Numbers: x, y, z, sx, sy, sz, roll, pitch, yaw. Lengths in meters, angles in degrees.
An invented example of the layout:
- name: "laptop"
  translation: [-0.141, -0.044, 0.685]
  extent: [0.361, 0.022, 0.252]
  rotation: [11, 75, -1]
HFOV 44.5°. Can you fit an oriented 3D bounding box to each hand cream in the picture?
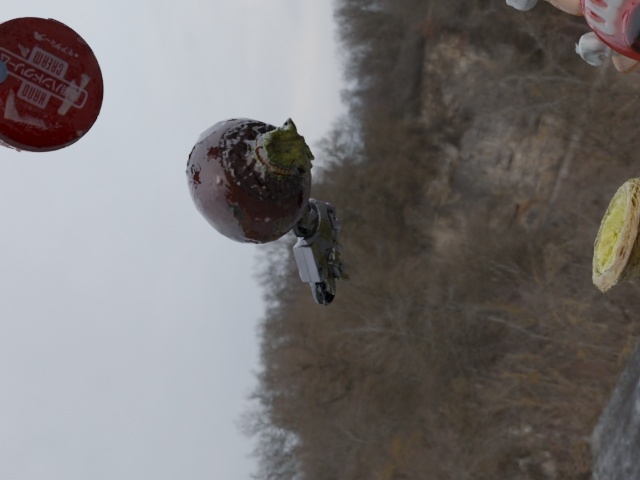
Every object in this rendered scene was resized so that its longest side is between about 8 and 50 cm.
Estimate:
- name: "hand cream"
  translation: [-0.493, -0.259, 1.316]
  extent: [0.149, 0.230, 0.230]
  rotation: [9, 86, 55]

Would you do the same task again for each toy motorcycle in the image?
- name: "toy motorcycle"
  translation: [0.000, 0.000, 1.441]
  extent: [0.152, 0.073, 0.225]
  rotation: [-61, -40, -45]

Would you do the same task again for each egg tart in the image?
- name: "egg tart"
  translation: [0.483, -0.004, 1.216]
  extent: [0.191, 0.074, 0.191]
  rotation: [15, -90, -80]

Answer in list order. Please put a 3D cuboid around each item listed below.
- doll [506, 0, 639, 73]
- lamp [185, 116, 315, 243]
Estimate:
- name: "doll"
  translation: [0.271, -0.213, 0.681]
  extent: [0.085, 0.217, 0.183]
  rotation: [-55, -16, -21]
- name: "lamp"
  translation: [-0.077, -0.077, 0.919]
  extent: [0.135, 0.156, 0.157]
  rotation: [-25, 49, 50]
